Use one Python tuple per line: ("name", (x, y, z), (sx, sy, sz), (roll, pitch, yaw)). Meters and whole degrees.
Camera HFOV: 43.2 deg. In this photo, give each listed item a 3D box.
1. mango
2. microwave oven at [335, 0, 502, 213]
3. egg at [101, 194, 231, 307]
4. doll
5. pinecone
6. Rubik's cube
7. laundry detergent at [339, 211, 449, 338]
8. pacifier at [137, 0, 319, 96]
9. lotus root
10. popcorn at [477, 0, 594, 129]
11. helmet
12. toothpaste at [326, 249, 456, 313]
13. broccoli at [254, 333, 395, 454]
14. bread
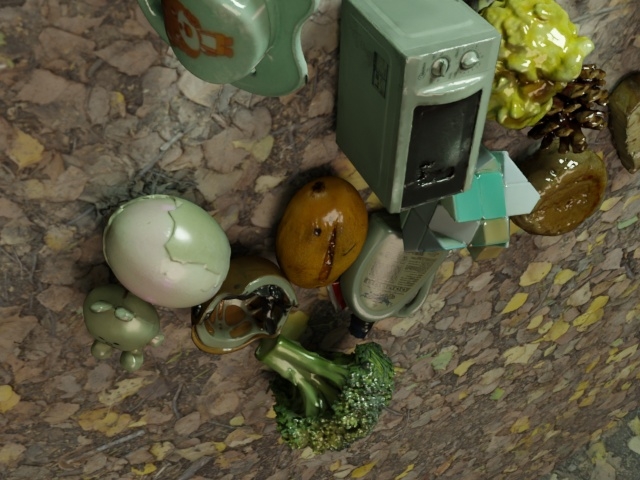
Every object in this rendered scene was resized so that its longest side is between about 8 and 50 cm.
("mango", (0.002, 0.003, 1.542), (0.177, 0.120, 0.295), (-13, 138, -18))
("microwave oven", (0.151, -0.235, 1.289), (0.181, 0.237, 0.295), (-17, 138, -17))
("egg", (-0.262, 0.016, 1.338), (0.217, 0.183, 0.183), (20, 119, -37))
("doll", (-0.353, 0.139, 1.428), (0.154, 0.113, 0.275), (23, 153, 0))
("pinecone", (0.451, -0.259, 1.516), (0.185, 0.169, 0.212), (-29, 130, 20))
("Rubik's cube", (0.274, -0.090, 1.542), (0.212, 0.224, 0.266), (-8, 92, -29))
("laundry detergent", (0.144, 0.087, 1.695), (0.214, 0.105, 0.281), (7, 116, -27))
("pacifier", (-0.101, -0.353, 1.050), (0.269, 0.288, 0.343), (-56, 174, -28))
("lotus root", (0.705, -0.266, 1.750), (0.170, 0.074, 0.260), (-41, 141, 8))
("popcorn", (0.327, -0.293, 1.346), (0.181, 0.216, 0.235), (-32, 146, -54))
("helmet", (-0.156, 0.109, 1.547), (0.198, 0.130, 0.224), (18, 131, -39))
("toothpaste", (0.159, 0.070, 1.778), (0.300, 0.048, 0.075), (-22, 145, -7))
("broccoli", (0.003, 0.338, 1.758), (0.301, 0.249, 0.375), (10, 167, -28))
("bread", (0.503, -0.116, 1.739), (0.229, 0.123, 0.230), (-14, 135, -14))
